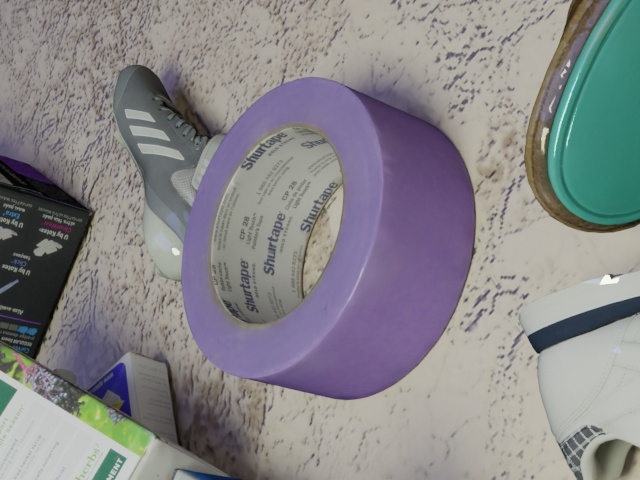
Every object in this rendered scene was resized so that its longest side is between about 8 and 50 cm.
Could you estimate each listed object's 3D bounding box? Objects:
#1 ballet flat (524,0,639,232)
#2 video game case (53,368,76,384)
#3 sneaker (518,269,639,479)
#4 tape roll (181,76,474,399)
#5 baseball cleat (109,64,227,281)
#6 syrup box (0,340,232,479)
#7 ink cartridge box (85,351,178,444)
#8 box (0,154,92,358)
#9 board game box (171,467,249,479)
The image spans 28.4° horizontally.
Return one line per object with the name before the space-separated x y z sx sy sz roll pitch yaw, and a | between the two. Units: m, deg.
ballet flat | 0.199 -0.163 0.603 0.342 0.116 0.124 -61 19 13
video game case | -0.236 0.216 0.959 0.173 0.022 0.190 -35 49 39
sneaker | 0.194 0.045 0.545 0.235 0.090 0.095 -25 70 47
tape roll | 0.000 0.000 0.786 0.189 0.080 0.189 -23 59 45
baseball cleat | -0.097 -0.067 0.953 0.109 0.072 0.206 -32 56 22
syrup box | -0.183 0.141 0.850 0.237 0.096 0.093 22 77 38
ink cartridge box | -0.173 0.221 0.931 0.206 0.045 0.208 -39 46 34
box | -0.340 0.055 1.121 0.165 0.143 0.270 31 100 52
board game box | -0.010 0.313 0.666 0.308 0.086 0.302 15 88 52
